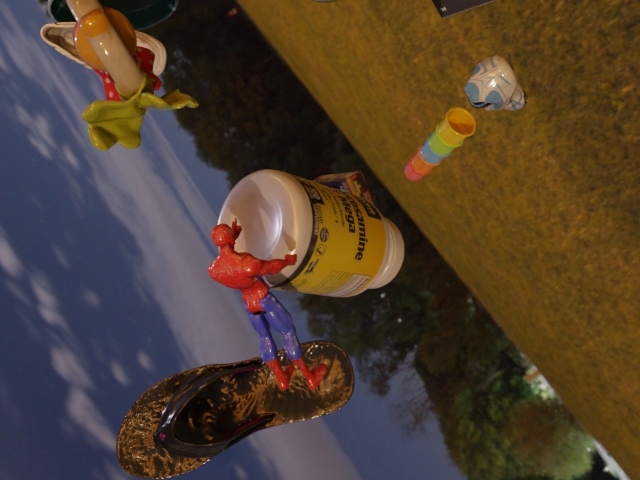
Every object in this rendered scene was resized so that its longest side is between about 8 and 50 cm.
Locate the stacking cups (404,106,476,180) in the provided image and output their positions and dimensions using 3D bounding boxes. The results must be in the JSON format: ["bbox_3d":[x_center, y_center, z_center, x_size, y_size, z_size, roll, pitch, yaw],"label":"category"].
[{"bbox_3d":[0.333,-0.269,2.019,0.096,0.096,0.316,55,149,7],"label":"stacking cups"}]

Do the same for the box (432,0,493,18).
[{"bbox_3d":[0.347,-0.808,1.722,0.178,0.313,0.343,-7,136,42],"label":"box"}]

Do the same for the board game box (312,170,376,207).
[{"bbox_3d":[0.062,-0.063,1.498,0.141,0.048,0.170,1,119,53],"label":"board game box"}]

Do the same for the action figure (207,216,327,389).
[{"bbox_3d":[-0.071,0.070,0.981,0.280,0.091,0.139,62,-147,-31],"label":"action figure"}]

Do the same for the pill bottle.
[{"bbox_3d":[0.000,0.000,1.184,0.333,0.188,0.188,12,-143,-51],"label":"pill bottle"}]

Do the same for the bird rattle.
[{"bbox_3d":[-0.267,-0.250,0.920,0.207,0.143,0.254,68,179,-46],"label":"bird rattle"}]

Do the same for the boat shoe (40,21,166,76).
[{"bbox_3d":[-0.435,-0.377,1.353,0.276,0.098,0.096,15,-168,22],"label":"boat shoe"}]

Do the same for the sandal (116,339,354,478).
[{"bbox_3d":[-0.159,0.281,1.184,0.107,0.445,0.168,59,-171,-78],"label":"sandal"}]

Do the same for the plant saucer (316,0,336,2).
[{"bbox_3d":[-0.032,-0.601,1.424,0.241,0.037,0.241,33,151,21],"label":"plant saucer"}]

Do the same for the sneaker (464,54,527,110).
[{"bbox_3d":[0.296,-0.257,1.161,0.085,0.086,0.237,65,-158,8],"label":"sneaker"}]

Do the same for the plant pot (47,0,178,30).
[{"bbox_3d":[-0.464,-0.623,1.479,0.271,0.271,0.256,38,-138,-84],"label":"plant pot"}]
